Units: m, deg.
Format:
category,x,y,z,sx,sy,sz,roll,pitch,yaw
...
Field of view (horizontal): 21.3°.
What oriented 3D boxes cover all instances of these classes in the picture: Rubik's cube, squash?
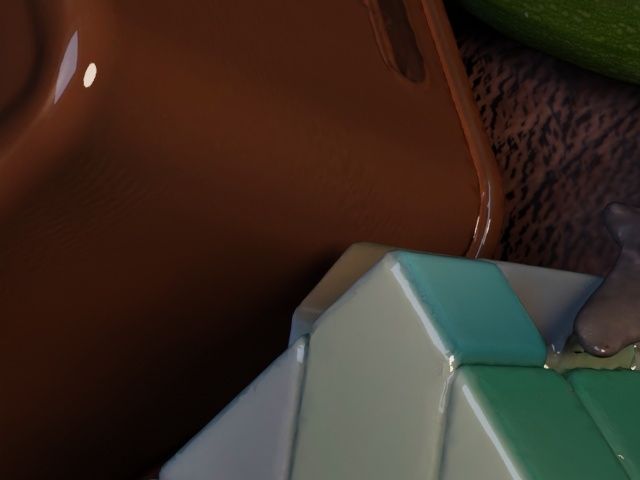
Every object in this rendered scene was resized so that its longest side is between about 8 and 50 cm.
category,x,y,z,sx,sy,sz,roll,pitch,yaw
Rubik's cube,0.060,0.126,0.620,0.224,0.213,0.265,-44,61,29
squash,0.116,-0.122,0.776,0.219,0.068,0.077,36,110,39

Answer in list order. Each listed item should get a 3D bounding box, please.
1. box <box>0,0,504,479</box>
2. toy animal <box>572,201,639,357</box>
category,x,y,z,sx,sy,sz,roll,pitch,yaw
box,-0.134,-0.034,0.772,0.339,0.229,0.239,-35,55,30
toy animal,0.250,-0.052,0.622,0.367,0.081,0.206,-13,32,0
